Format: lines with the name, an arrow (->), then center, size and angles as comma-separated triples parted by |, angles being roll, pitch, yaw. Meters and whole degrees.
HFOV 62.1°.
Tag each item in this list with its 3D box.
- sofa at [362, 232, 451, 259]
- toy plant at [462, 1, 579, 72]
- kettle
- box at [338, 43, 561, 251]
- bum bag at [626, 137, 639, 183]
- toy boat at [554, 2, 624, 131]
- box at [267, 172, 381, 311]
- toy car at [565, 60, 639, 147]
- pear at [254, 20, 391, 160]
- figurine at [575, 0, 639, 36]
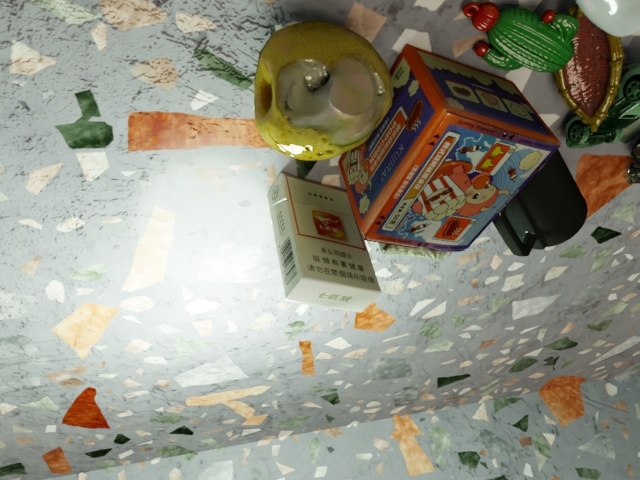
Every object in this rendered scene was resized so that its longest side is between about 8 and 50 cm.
sofa -> 0.200, -0.019, 1.398 | 0.210, 0.225, 0.176 | 6, 133, -27
toy plant -> 0.404, -0.414, 1.097 | 0.240, 0.088, 0.154 | 8, 154, 7
kettle -> 0.533, -0.120, 1.393 | 0.262, 0.203, 0.308 | -45, 132, 6
box -> 0.270, -0.187, 1.197 | 0.319, 0.257, 0.348 | 8, 135, -28
bum bag -> 0.925, -0.231, 1.500 | 0.102, 0.069, 0.248 | -37, 140, 2
toy boat -> 0.583, -0.387, 1.162 | 0.141, 0.099, 0.318 | 2, 141, 34
box -> -0.001, 0.000, 1.271 | 0.210, 0.330, 0.095 | 13, 133, -29
toy car -> 0.714, -0.332, 1.271 | 0.136, 0.125, 0.306 | -4, 162, -20
pear -> 0.002, -0.279, 1.012 | 0.271, 0.271, 0.271 | -9, 140, -7
figurine -> 0.480, -0.473, 0.856 | 0.211, 0.361, 0.253 | -24, 145, -6
